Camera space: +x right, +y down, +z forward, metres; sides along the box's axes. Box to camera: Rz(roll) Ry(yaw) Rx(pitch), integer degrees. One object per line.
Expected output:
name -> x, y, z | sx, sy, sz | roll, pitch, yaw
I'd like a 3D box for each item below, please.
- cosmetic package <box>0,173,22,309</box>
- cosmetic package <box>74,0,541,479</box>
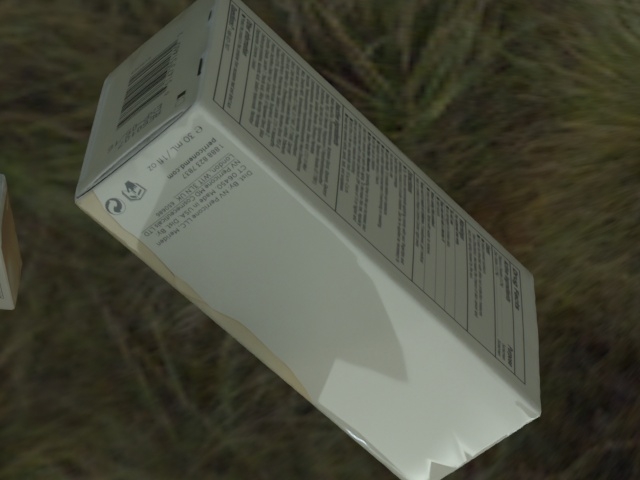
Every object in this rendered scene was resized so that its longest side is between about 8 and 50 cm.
cosmetic package -> -0.237, 0.000, 1.334 | 0.060, 0.115, 0.041 | 6, 59, 0
cosmetic package -> 0.000, 0.000, 1.266 | 0.113, 0.160, 0.309 | -36, 115, 25
